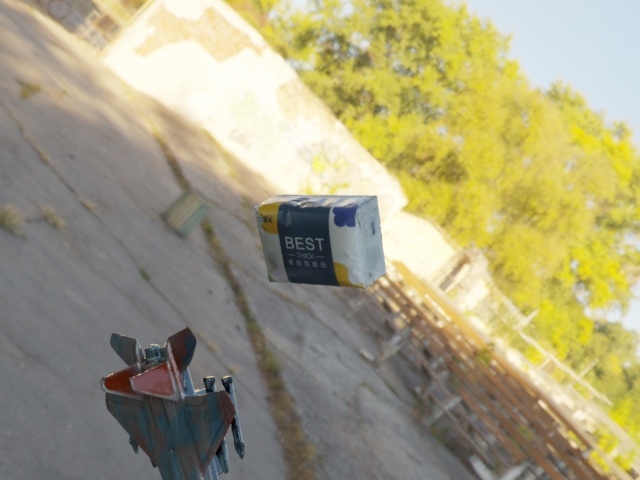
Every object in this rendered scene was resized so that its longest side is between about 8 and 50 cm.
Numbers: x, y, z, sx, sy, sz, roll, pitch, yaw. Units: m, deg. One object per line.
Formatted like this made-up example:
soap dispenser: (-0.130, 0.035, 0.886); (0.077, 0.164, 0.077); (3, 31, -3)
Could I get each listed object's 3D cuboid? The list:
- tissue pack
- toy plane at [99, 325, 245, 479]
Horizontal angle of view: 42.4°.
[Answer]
tissue pack: (0.000, 0.000, 0.577); (0.042, 0.083, 0.062); (-37, 124, -51)
toy plane: (-0.151, 0.256, 0.958); (0.104, 0.223, 0.326); (-35, 111, -49)
